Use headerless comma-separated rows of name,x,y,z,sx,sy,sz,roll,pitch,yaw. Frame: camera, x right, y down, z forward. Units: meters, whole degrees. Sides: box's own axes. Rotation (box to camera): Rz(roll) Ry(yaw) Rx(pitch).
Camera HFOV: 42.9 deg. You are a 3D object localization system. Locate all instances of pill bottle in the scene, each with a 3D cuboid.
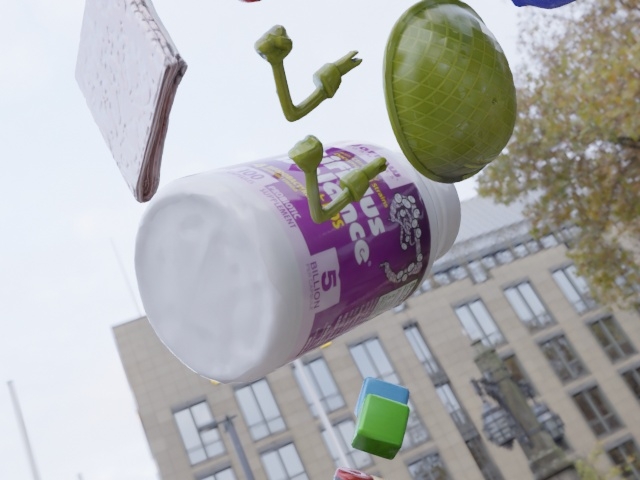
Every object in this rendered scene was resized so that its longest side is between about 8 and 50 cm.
pill bottle,0.000,0.000,0.727,0.301,0.169,0.169,-21,-24,-49

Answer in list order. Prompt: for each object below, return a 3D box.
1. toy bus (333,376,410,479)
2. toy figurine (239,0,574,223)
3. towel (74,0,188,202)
toy bus,0.046,0.207,0.491,0.104,0.202,0.191,16,-49,2
toy figurine,0.079,-0.178,0.415,0.191,0.217,0.362,-26,-67,-31
towel,-0.332,-0.284,1.392,0.053,0.332,0.317,-11,-34,-32
